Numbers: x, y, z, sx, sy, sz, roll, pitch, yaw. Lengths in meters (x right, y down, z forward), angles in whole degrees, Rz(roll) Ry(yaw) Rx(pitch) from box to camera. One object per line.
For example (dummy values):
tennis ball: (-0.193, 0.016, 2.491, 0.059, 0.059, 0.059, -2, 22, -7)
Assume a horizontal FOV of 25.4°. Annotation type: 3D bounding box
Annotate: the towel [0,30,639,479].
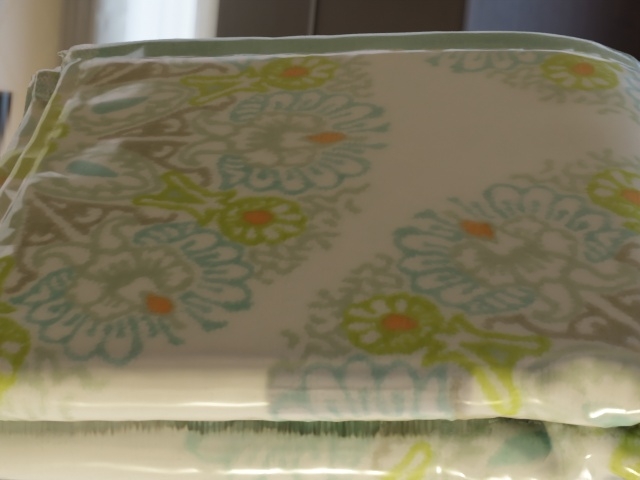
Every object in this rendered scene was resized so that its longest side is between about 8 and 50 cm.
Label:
towel: (0.000, 0.000, 0.719, 0.374, 0.090, 0.321, -1, -145, 6)
